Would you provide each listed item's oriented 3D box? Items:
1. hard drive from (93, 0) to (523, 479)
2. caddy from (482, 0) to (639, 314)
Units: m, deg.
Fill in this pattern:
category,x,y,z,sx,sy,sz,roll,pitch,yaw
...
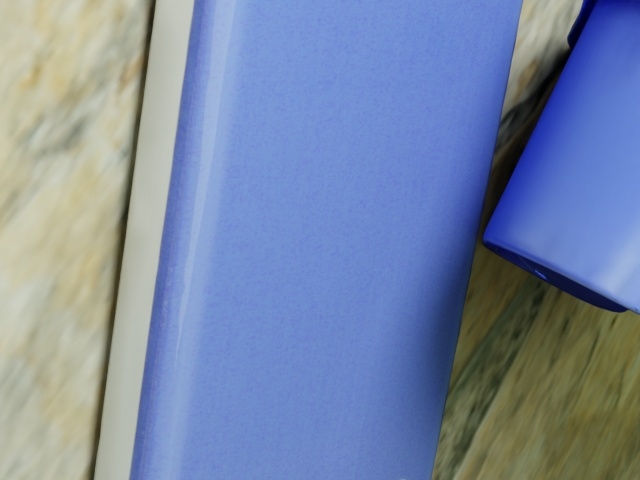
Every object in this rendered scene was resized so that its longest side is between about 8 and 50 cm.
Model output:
category,x,y,z,sx,sy,sz,roll,pitch,yaw
hard drive,0.000,0.000,0.656,0.210,0.040,0.319,-8,113,-48
caddy,0.214,-0.025,0.699,0.179,0.241,0.341,-61,175,1
